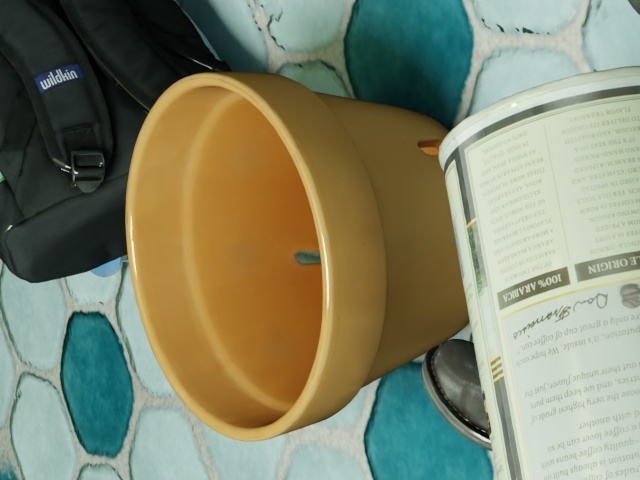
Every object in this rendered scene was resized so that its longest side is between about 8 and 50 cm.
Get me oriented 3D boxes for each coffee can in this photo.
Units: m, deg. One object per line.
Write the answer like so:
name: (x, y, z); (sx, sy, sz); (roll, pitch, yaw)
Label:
coffee can: (0.192, 0.057, 1.102); (0.201, 0.201, 0.275); (-32, 61, 53)

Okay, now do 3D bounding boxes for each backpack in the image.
backpack: (-0.245, -0.146, 1.700); (0.355, 0.290, 0.273); (56, 158, 19)

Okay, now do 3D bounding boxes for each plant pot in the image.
plant pot: (0.000, 0.000, 1.459); (0.291, 0.203, 0.291); (18, 113, 51)

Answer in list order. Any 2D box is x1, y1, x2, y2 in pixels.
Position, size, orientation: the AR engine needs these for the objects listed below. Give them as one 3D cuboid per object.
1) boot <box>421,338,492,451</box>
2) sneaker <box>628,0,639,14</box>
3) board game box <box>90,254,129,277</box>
boot: (0.198, 0.063, 1.306); (0.263, 0.091, 0.229); (30, 121, 36)
sneaker: (0.240, -0.284, 1.156); (0.145, 0.090, 0.270); (57, 141, 26)
board game box: (-0.219, -0.047, 1.907); (0.133, 0.033, 0.168); (40, 124, 49)
